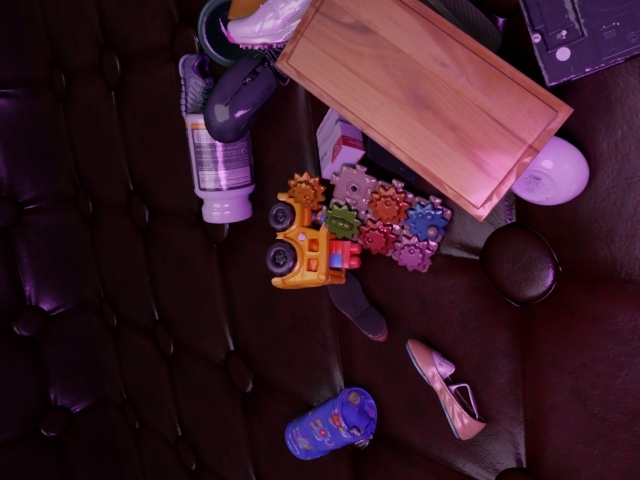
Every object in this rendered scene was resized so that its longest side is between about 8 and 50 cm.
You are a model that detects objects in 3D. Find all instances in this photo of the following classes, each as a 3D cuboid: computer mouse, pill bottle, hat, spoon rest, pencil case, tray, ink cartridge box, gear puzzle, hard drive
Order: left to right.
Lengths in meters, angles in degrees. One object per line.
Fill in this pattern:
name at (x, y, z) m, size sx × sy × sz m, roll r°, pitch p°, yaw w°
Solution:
pill bottle at (-0.253, -0.195, 1.547) m, size 0.162 × 0.162 × 0.278 m, roll 15°, pitch 116°, yaw 45°
hat at (-0.205, -0.527, 1.464) m, size 0.208 × 0.183 × 0.173 m, roll -8°, pitch 120°, yaw 6°
computer mouse at (-0.186, -0.345, 1.367) m, size 0.188 × 0.072 × 0.272 m, roll 37°, pitch 106°, yaw 6°
pencil case at (0.028, 0.473, 1.522) m, size 0.133 × 0.119 × 0.306 m, roll 54°, pitch 138°, yaw 7°
ink cartridge box at (0.040, -0.205, 1.248) m, size 0.099 × 0.056 × 0.135 m, roll 126°, pitch 148°, yaw -45°
gear puzzle at (0.083, -0.058, 1.205) m, size 0.339 × 0.044 × 0.175 m, roll 25°, pitch 126°, yaw 11°
tray at (0.147, -0.235, 0.914) m, size 0.411 × 0.076 × 0.203 m, roll 39°, pitch 111°, yaw 11°
spoon rest at (0.293, -0.139, 0.972) m, size 0.276 × 0.084 × 0.137 m, roll 22°, pitch 146°, yaw 12°
hard drive at (0.361, -0.400, 0.779) m, size 0.237 × 0.064 × 0.339 m, roll -19°, pitch 91°, yaw 23°

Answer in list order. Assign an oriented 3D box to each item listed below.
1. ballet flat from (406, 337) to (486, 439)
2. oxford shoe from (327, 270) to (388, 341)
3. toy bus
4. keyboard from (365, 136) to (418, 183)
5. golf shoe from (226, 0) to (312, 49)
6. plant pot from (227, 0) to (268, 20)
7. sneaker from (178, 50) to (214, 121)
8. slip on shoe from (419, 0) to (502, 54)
ballet flat at (0.264, 0.293, 1.237) m, size 0.073 × 0.080 × 0.232 m, roll -33°, pitch 81°, yaw 21°
oxford shoe at (0.083, 0.153, 1.380) m, size 0.212 × 0.076 × 0.076 m, roll 55°, pitch 179°, yaw 34°
toy bus at (0.000, 0.000, 1.353) m, size 0.211 × 0.149 × 0.220 m, roll -2°, pitch 83°, yaw 29°
keyboard at (0.197, -0.216, 1.065) m, size 0.201 × 0.033 × 0.317 m, roll 31°, pitch 148°, yaw 11°
golf shoe at (-0.029, -0.415, 1.039) m, size 0.306 × 0.115 × 0.140 m, roll -4°, pitch 115°, yaw 19°
plant pot at (-0.064, -0.509, 1.202) m, size 0.205 × 0.205 × 0.188 m, roll 28°, pitch 108°, yaw 39°
sneaker at (-0.323, -0.393, 1.614) m, size 0.098 × 0.083 × 0.224 m, roll 1°, pitch 105°, yaw 43°
slip on shoe at (0.167, -0.408, 1.029) m, size 0.331 × 0.123 × 0.101 m, roll 52°, pitch 141°, yaw 14°
